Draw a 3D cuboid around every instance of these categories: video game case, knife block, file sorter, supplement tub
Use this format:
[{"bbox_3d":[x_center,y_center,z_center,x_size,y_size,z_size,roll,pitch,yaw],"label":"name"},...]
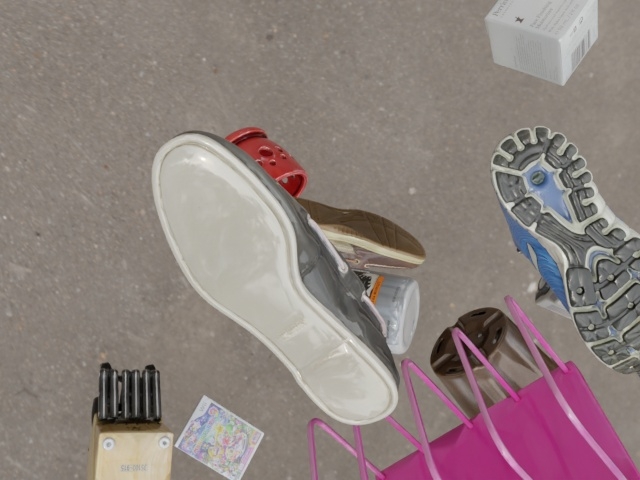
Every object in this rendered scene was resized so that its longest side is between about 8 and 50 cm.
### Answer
[{"bbox_3d":[-0.156,0.308,1.094,0.122,0.011,0.087,38,65,-18],"label":"video game case"},{"bbox_3d":[-0.258,0.301,0.921,0.088,0.242,0.276,5,81,-20],"label":"knife block"},{"bbox_3d":[0.148,0.227,0.755,0.290,0.202,0.182,-35,118,15],"label":"file sorter"},{"bbox_3d":[0.046,0.099,1.065,0.117,0.190,0.117,8,90,-70],"label":"supplement tub"}]

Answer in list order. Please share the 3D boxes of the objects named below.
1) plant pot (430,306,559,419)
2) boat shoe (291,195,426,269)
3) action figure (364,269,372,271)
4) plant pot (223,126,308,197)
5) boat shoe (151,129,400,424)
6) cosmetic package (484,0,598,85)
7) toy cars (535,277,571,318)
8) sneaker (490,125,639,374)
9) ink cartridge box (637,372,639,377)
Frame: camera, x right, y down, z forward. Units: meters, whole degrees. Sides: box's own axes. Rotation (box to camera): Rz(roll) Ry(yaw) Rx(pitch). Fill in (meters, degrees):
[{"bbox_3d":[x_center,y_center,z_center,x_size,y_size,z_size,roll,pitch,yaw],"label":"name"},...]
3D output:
[{"bbox_3d":[0.248,0.192,0.975,0.167,0.167,0.165,-48,109,-12],"label":"plant pot"},{"bbox_3d":[0.046,0.011,1.450,0.342,0.123,0.123,13,123,-16],"label":"boat shoe"},{"bbox_3d":[0.000,0.000,1.933,0.341,0.330,0.178,22,77,-30],"label":"action figure"},{"bbox_3d":[-0.150,-0.151,1.594,0.191,0.174,0.191,-34,164,-11],"label":"plant pot"},{"bbox_3d":[-0.034,0.033,0.654,0.112,0.095,0.335,-28,114,17],"label":"boat shoe"},{"bbox_3d":[0.483,-0.463,1.536,0.151,0.183,0.151,-54,148,-11],"label":"cosmetic package"},{"bbox_3d":[0.515,0.069,1.100,0.176,0.393,0.087,51,43,-34],"label":"toy cars"},{"bbox_3d":[0.317,0.008,0.855,0.130,0.147,0.330,-31,93,9],"label":"sneaker"},{"bbox_3d":[0.692,0.168,1.346,0.223,0.129,0.307,-32,88,-32],"label":"ink cartridge box"}]
